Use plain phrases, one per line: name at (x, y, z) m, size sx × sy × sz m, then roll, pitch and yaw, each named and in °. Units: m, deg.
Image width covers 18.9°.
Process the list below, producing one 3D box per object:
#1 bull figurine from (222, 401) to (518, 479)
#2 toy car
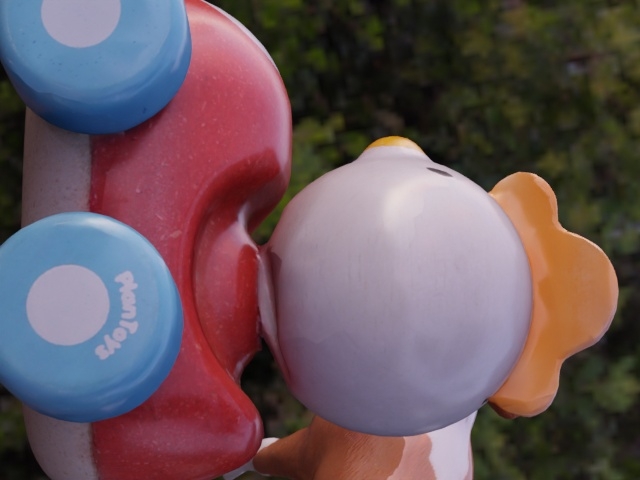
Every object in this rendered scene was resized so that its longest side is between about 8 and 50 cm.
bull figurine at (0.022, 0.165, 1.091) m, size 0.101 × 0.188 × 0.310 m, roll 34°, pitch 47°, yaw -33°
toy car at (0.000, 0.000, 0.784) m, size 0.219 × 0.237 × 0.210 m, roll 86°, pitch 5°, yaw -74°
